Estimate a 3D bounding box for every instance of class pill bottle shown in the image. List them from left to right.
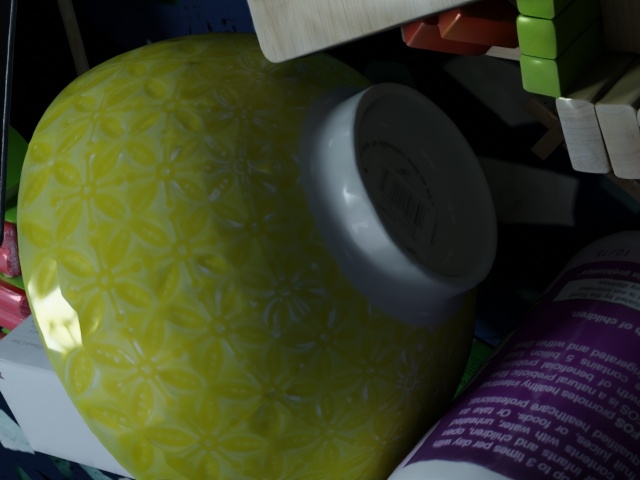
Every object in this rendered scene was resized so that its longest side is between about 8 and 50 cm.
[{"bbox_3d":[0.127,0.142,0.748,0.169,0.301,0.169,26,140,25],"label":"pill bottle"}]

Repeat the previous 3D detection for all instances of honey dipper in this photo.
[{"bbox_3d":[-0.173,-0.156,0.990,0.030,0.030,0.160,23,142,28],"label":"honey dipper"}]

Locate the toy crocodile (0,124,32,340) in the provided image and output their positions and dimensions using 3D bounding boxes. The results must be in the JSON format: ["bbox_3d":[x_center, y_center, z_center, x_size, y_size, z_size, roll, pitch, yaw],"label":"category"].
[{"bbox_3d":[-0.226,0.042,1.166,0.115,0.105,0.340,17,136,33],"label":"toy crocodile"}]

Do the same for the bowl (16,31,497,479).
[{"bbox_3d":[0.000,0.000,0.781,0.156,0.289,0.289,-26,106,36],"label":"bowl"}]

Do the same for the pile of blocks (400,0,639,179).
[{"bbox_3d":[0.171,-0.074,0.658,0.362,0.112,0.149,33,142,16],"label":"pile of blocks"}]

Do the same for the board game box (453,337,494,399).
[{"bbox_3d":[0.109,0.208,1.033,0.242,0.064,0.316,30,141,20],"label":"board game box"}]

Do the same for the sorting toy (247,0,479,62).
[{"bbox_3d":[0.007,-0.221,0.623,0.255,0.089,0.257,-10,97,49],"label":"sorting toy"}]

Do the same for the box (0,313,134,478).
[{"bbox_3d":[-0.129,0.076,1.047,0.130,0.170,0.091,7,129,42],"label":"box"}]

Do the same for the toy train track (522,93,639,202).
[{"bbox_3d":[0.146,-0.052,0.789,0.083,0.014,0.048,39,137,-1],"label":"toy train track"}]

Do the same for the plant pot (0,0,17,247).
[{"bbox_3d":[-0.314,-0.105,0.948,0.167,0.188,0.188,-137,51,-57],"label":"plant pot"}]
